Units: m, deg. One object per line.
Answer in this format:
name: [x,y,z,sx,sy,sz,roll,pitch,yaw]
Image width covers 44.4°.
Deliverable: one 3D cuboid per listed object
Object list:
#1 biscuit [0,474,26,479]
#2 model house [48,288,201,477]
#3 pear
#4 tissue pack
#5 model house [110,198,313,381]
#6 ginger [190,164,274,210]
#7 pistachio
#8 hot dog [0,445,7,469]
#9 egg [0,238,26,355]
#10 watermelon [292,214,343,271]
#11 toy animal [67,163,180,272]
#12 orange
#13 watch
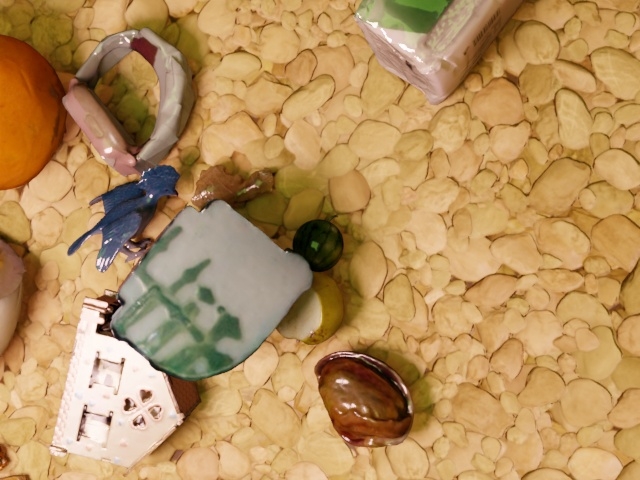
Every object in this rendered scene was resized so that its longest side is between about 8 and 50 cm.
biscuit: [-0.667,0.583,1.616,0.212,0.041,0.239,33,95,18]
model house: [-0.353,0.280,1.505,0.244,0.169,0.326,14,92,6]
pear: [-0.016,0.123,1.455,0.141,0.104,0.141,-3,85,35]
tissue pack: [0.238,-0.436,1.338,0.193,0.266,0.357,38,95,11]
model house: [-0.224,0.080,1.422,0.251,0.329,0.295,40,82,-16]
ginger: [-0.175,-0.109,1.523,0.165,0.067,0.096,-22,83,-2]
pistachio: [0.071,0.287,1.416,0.210,0.130,0.165,39,99,20]
hot dog: [-0.719,0.482,1.621,0.188,0.072,0.055,-31,115,12]
egg: [-0.783,0.169,1.515,0.354,0.354,0.340,28,109,12]
watermelon: [-0.004,0.006,1.462,0.108,0.109,0.109,-1,87,13]
toy animal: [-0.382,-0.049,1.518,0.255,0.239,0.176,-18,122,-7]
orange: [-0.642,-0.247,1.512,0.311,0.312,0.312,-1,87,13]
watch: [-0.358,-0.281,1.541,0.241,0.162,0.253,-37,83,-4]
